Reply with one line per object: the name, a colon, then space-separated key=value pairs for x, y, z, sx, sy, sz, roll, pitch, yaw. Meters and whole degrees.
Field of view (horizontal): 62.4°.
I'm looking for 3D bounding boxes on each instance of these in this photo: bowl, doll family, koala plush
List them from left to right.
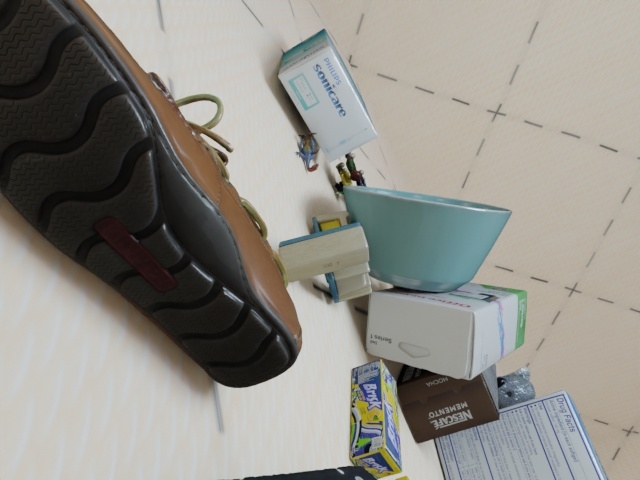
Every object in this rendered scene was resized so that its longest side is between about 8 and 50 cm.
doll family: x=0.079 y=-0.116 z=1.232 sx=0.193 sy=0.076 sz=0.111 roll=52 pitch=17 yaw=-45
bowl: x=0.184 y=-0.004 z=0.994 sx=0.311 sy=0.311 sz=0.163 roll=-16 pitch=115 yaw=-72
koala plush: x=0.472 y=0.426 z=1.416 sx=0.203 sy=0.221 sz=0.196 roll=57 pitch=19 yaw=-26

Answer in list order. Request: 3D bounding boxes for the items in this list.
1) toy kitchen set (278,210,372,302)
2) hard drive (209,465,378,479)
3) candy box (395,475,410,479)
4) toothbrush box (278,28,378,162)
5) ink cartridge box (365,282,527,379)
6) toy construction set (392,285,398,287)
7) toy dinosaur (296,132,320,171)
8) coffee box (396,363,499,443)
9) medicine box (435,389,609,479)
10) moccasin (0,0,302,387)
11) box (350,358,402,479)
toy kitchen set: x=0.000 y=0.000 z=0.841 sx=0.207 sy=0.122 sz=0.166 roll=76 pitch=-1 yaw=-62
hard drive: x=0.040 y=0.278 z=0.406 sx=0.237 sy=0.064 sz=0.339 roll=29 pitch=-4 yaw=33
candy box: x=0.130 y=0.442 z=0.728 sx=0.105 sy=0.027 sz=0.206 roll=64 pitch=18 yaw=-14
toothbrush box: x=0.015 y=-0.338 z=1.203 sx=0.216 sy=0.126 sz=0.295 roll=57 pitch=13 yaw=-26
ink cartridge box: x=0.242 y=0.150 z=0.988 sx=0.278 sy=0.201 sz=0.117 roll=-4 pitch=99 yaw=-52
toy construction set: x=0.211 y=0.071 z=1.226 sx=0.327 sy=0.151 sz=0.215 roll=23 pitch=76 yaw=-48
toy dinosaur: x=-0.020 y=-0.179 z=1.082 sx=0.090 sy=0.047 sz=0.082 roll=-4 pitch=89 yaw=-82
coffee box: x=0.271 y=0.285 z=1.109 sx=0.119 sy=0.168 sz=0.297 roll=67 pitch=18 yaw=1
medicine box: x=0.410 y=0.482 z=1.049 sx=0.149 sy=0.289 sz=0.263 roll=46 pitch=26 yaw=-46
moccasin: x=-0.129 y=-0.042 z=0.431 sx=0.380 sy=0.139 sz=0.147 roll=51 pitch=16 yaw=-32
box: x=0.081 y=0.259 z=0.778 sx=0.059 sy=0.054 sz=0.169 roll=57 pitch=20 yaw=-25
